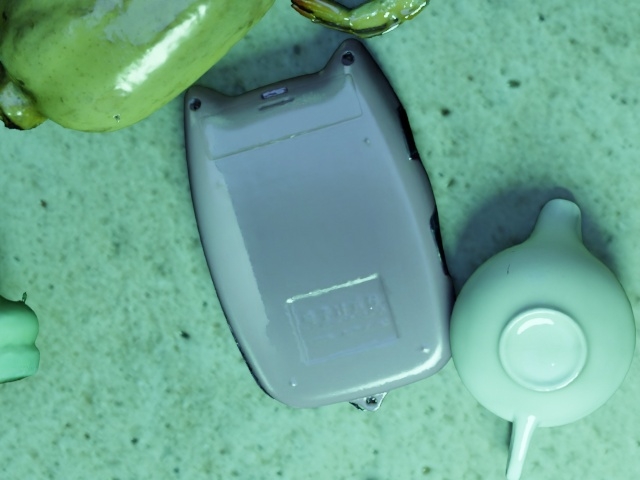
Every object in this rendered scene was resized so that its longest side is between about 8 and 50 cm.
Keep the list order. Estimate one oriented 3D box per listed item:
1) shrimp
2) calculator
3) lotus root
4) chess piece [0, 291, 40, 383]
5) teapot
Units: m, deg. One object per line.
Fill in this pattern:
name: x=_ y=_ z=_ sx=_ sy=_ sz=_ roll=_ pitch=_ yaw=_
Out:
shrimp: x=0.011 y=-0.237 z=1.450 sx=0.178 sy=0.034 sz=0.124 roll=44 pitch=108 yaw=-5
calculator: x=0.000 y=0.000 z=1.479 sx=0.194 sy=0.043 sz=0.294 roll=-16 pitch=97 yaw=9
lotus root: x=-0.145 y=-0.187 z=1.420 sx=0.284 sy=0.146 sz=0.160 roll=-38 pitch=82 yaw=13
chess piece: x=-0.337 y=-0.022 z=1.460 sx=0.194 sy=0.194 sz=0.299 roll=-11 pitch=88 yaw=9
teapot: x=0.171 y=0.085 z=1.448 sx=0.145 sy=0.092 sz=0.226 roll=14 pitch=103 yaw=6
